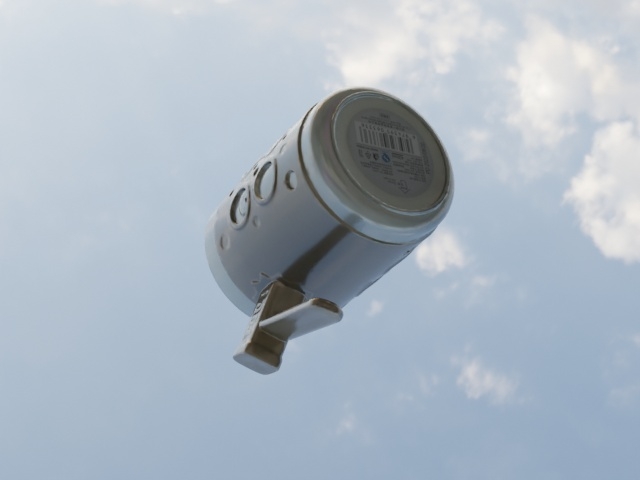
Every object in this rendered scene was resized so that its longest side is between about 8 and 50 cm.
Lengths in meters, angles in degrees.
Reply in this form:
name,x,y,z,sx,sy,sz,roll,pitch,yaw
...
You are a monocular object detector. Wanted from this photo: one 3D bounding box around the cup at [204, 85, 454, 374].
name,x,y,z,sx,sy,sz,roll,pitch,yaw
cup,-0.005,-0.007,0.409,0.074,0.099,0.102,49,-132,2
